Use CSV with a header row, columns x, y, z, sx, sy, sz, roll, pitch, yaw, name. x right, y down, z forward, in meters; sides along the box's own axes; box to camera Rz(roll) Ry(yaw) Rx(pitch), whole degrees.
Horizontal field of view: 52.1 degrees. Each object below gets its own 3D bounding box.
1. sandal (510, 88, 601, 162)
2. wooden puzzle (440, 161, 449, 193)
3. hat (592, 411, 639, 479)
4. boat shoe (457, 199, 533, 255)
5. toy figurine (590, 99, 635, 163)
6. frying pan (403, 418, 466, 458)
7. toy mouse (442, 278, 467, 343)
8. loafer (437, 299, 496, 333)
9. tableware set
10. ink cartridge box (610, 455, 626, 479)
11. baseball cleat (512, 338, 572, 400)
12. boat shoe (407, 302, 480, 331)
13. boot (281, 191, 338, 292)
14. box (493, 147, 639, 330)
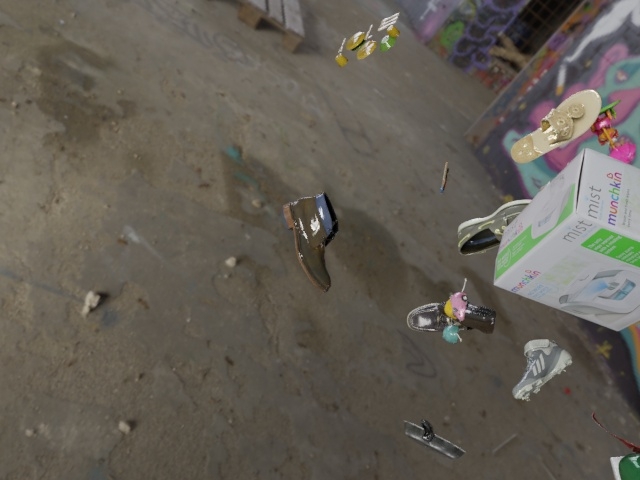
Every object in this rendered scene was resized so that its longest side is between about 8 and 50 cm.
x,y,z,sx,sy,sz,roll,pitch,yaw,name
0.544,-0.255,1.525,0.088,0.240,0.079,55,34,4,sandal
0.376,-0.186,1.976,0.014,0.078,0.116,11,65,10,wooden puzzle
0.609,0.422,1.274,0.173,0.208,0.184,-25,69,-30,hat
0.538,-0.033,1.961,0.109,0.305,0.091,36,52,-25,boat shoe
0.748,-0.262,1.696,0.159,0.130,0.173,62,20,1,toy figurine
0.329,0.562,1.828,0.197,0.053,0.326,27,-13,3,frying pan
0.278,0.161,1.363,0.031,0.161,0.143,11,36,4,toy mouse
0.422,0.227,1.909,0.080,0.078,0.220,-17,15,-25,loafer
0.094,-0.386,1.297,0.024,0.154,0.104,43,51,-33,tableware set
0.798,0.668,1.618,0.218,0.092,0.159,-78,148,-52,ink cartridge box
0.524,0.314,1.616,0.205,0.072,0.109,-22,53,-30,baseball cleat
0.451,0.275,2.321,0.092,0.285,0.103,28,61,-83,boat shoe
0.000,0.000,1.453,0.219,0.106,0.082,66,19,6,boot
0.432,0.008,1.001,0.231,0.262,0.127,20,63,-3,box
